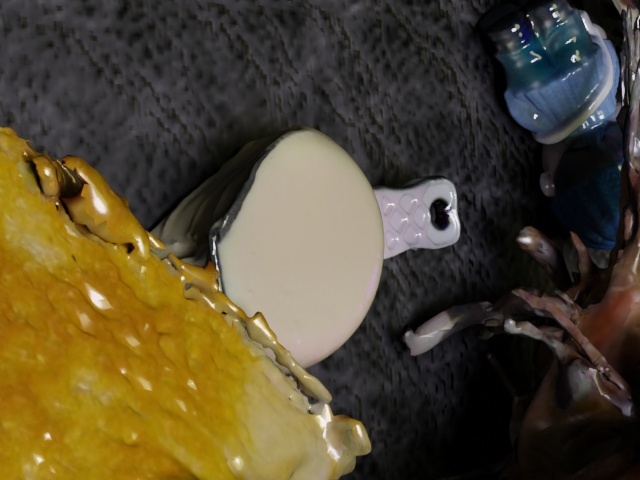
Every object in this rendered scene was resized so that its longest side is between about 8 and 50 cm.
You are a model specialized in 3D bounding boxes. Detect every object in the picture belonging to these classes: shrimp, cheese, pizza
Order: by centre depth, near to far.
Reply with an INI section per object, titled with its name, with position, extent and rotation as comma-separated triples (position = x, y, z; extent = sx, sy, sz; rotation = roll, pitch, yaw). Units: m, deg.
[pizza]
position = -0.105, 0.053, 0.455
extent = 0.297, 0.071, 0.189
rotation = -3, 63, -43
[cheese]
position = -0.002, -0.006, 0.598
extent = 0.171, 0.048, 0.092
rotation = -37, 115, -40
[shrimp]
position = 0.124, 0.063, 0.661
extent = 0.116, 0.145, 0.343
rotation = -1, 93, -58

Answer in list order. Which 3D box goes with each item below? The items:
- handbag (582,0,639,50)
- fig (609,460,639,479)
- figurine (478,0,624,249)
[handbag]
position = 0.182, -0.162, 0.712
extent = 0.127, 0.213, 0.235
rotation = -31, 111, 0
[fig]
position = 0.107, 0.196, 0.517
extent = 0.290, 0.190, 0.190
rotation = -37, 118, -1
[figurine]
position = 0.134, -0.059, 0.724
extent = 0.077, 0.079, 0.136
rotation = -32, 121, 2
